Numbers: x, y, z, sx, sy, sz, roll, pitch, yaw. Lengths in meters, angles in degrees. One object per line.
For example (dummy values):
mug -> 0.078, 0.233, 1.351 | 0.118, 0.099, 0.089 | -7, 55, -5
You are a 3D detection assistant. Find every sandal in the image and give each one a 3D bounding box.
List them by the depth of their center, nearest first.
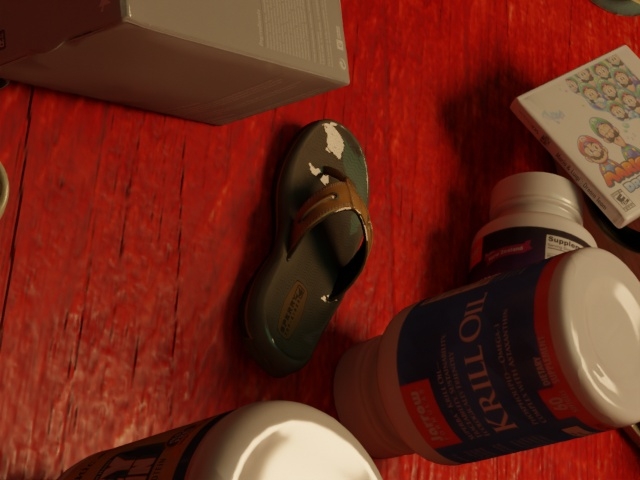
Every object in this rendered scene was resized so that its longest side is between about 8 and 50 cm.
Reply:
sandal -> 0.000, 0.000, 1.046 | 0.090, 0.060, 0.219 | 44, 46, -26

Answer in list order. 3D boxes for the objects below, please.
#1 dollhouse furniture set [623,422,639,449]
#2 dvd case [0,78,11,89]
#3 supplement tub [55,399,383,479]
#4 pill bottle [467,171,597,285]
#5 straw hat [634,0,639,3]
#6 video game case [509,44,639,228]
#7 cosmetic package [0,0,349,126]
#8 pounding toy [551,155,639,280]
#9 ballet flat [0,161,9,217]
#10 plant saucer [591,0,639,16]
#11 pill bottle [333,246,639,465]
dollhouse furniture set -> 0.344, 0.186, 1.337 | 0.152, 0.058, 0.076 | 49, 44, -21
dvd case -> -0.231, -0.236, 0.925 | 0.179, 0.029, 0.239 | 41, 48, -28
supplement tub -> -0.072, 0.176, 0.785 | 0.144, 0.199, 0.144 | 22, 57, -40
pill bottle -> 0.174, 0.044, 1.179 | 0.108, 0.108, 0.193 | 33, 51, -34
straw hat -> 0.343, -0.324, 1.494 | 0.144, 0.061, 0.144 | 21, 59, -40
video game case -> 0.262, -0.094, 1.244 | 0.157, 0.019, 0.143 | -27, 70, -35
cosmetic package -> -0.098, -0.148, 0.930 | 0.238, 0.127, 0.107 | 13, 69, -56
pounding toy -> 0.289, -0.031, 1.300 | 0.155, 0.154, 0.270 | -1, 74, -48
ballet flat -> -0.254, 0.018, 0.749 | 0.086, 0.086, 0.248 | 58, 42, -11
plant saucer -> 0.305, -0.401, 1.566 | 0.317, 0.043, 0.318 | 21, 60, -41
pill bottle -> 0.118, 0.091, 1.011 | 0.124, 0.221, 0.124 | 22, 57, -40
